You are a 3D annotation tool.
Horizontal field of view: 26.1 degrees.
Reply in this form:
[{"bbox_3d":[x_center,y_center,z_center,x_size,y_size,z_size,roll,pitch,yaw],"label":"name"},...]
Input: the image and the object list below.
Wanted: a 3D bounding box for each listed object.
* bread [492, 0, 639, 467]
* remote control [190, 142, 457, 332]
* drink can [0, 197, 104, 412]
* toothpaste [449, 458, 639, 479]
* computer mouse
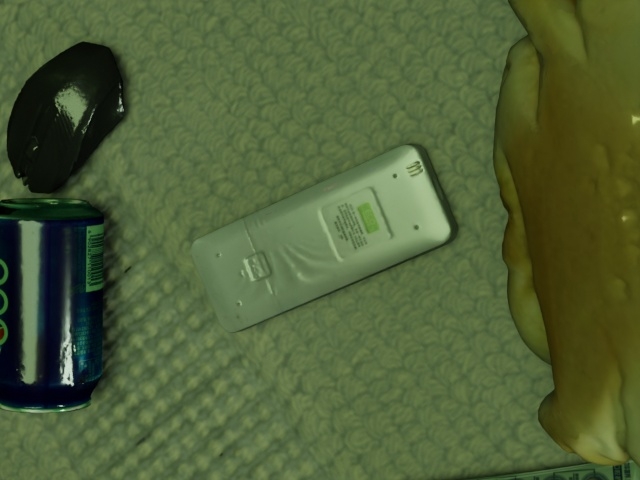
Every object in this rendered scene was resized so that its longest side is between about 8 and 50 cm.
[{"bbox_3d":[0.253,-0.022,1.050,0.245,0.329,0.424,-3,100,20],"label":"bread"},{"bbox_3d":[0.000,0.000,1.295,0.250,0.034,0.103,-25,87,20],"label":"remote control"},{"bbox_3d":[-0.270,0.062,1.351,0.118,0.118,0.205,3,95,19],"label":"drink can"},{"bbox_3d":[0.182,0.231,1.249,0.239,0.039,0.062,-10,59,20],"label":"toothpaste"},{"bbox_3d":[-0.259,-0.120,1.361,0.099,0.057,0.172,40,107,15],"label":"computer mouse"}]
